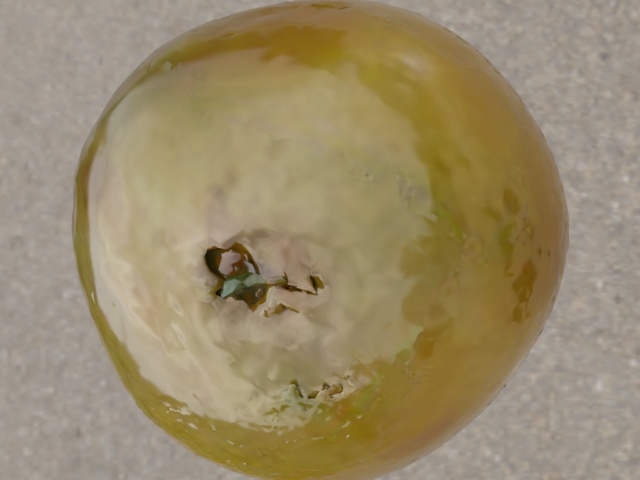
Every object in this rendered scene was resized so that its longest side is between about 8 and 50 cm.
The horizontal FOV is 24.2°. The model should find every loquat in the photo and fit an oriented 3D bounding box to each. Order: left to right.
[{"bbox_3d":[0.000,0.000,0.792,0.263,0.263,0.263,-6,81,44],"label":"loquat"}]
